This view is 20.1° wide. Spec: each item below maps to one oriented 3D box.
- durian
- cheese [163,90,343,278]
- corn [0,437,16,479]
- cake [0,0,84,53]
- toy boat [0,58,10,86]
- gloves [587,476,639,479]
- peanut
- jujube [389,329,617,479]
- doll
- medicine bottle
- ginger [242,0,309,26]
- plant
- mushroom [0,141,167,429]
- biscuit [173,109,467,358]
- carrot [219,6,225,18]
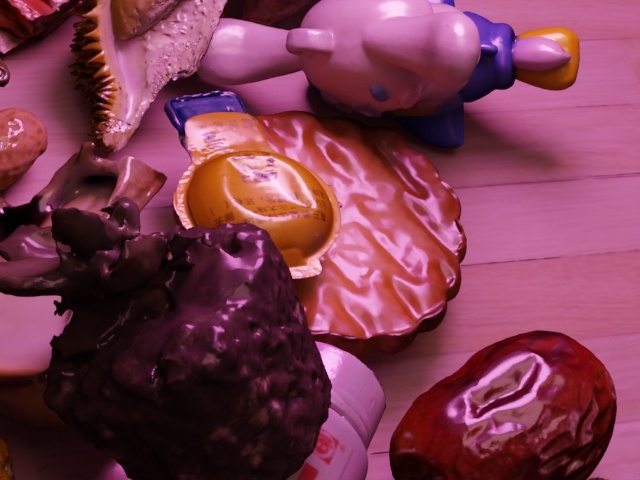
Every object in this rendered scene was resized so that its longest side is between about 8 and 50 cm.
[{"bbox_3d":[-0.191,-0.241,1.993,0.166,0.172,0.306,28,82,3],"label":"durian"},{"bbox_3d":[-0.076,-0.060,1.863,0.177,0.069,0.270,-11,53,-25],"label":"cheese"},{"bbox_3d":[-0.445,0.181,1.635,0.363,0.120,0.120,19,50,-8],"label":"corn"},{"bbox_3d":[-0.290,-0.327,2.090,0.135,0.098,0.287,45,53,16],"label":"cake"},{"bbox_3d":[-0.416,-0.149,1.912,0.077,0.075,0.185,49,63,-4],"label":"toy boat"},{"bbox_3d":[0.335,0.289,1.860,0.144,0.094,0.110,-1,43,-11],"label":"gloves"},{"bbox_3d":[-0.372,-0.088,1.886,0.193,0.089,0.089,-19,63,-34],"label":"peanut"},{"bbox_3d":[0.192,0.194,1.817,0.243,0.183,0.183,-34,71,-33],"label":"jujube"},{"bbox_3d":[0.097,-0.199,2.047,0.376,0.187,0.366,28,18,38],"label":"doll"},{"bbox_3d":[-0.039,0.228,1.727,0.152,0.152,0.254,27,49,1],"label":"medicine bottle"},{"bbox_3d":[0.015,-0.350,2.134,0.276,0.221,0.130,-43,37,-6],"label":"ginger"},{"bbox_3d":[-0.140,0.074,1.591,0.312,0.215,0.213,56,36,-25],"label":"plant"},{"bbox_3d":[-0.269,0.064,1.795,0.212,0.217,0.292,42,49,-47],"label":"mushroom"},{"bbox_3d":[0.000,0.000,1.946,0.326,0.107,0.325,10,49,-11],"label":"biscuit"},{"bbox_3d":[-0.148,-0.300,2.104,0.082,0.082,0.173,8,81,-14],"label":"carrot"}]
